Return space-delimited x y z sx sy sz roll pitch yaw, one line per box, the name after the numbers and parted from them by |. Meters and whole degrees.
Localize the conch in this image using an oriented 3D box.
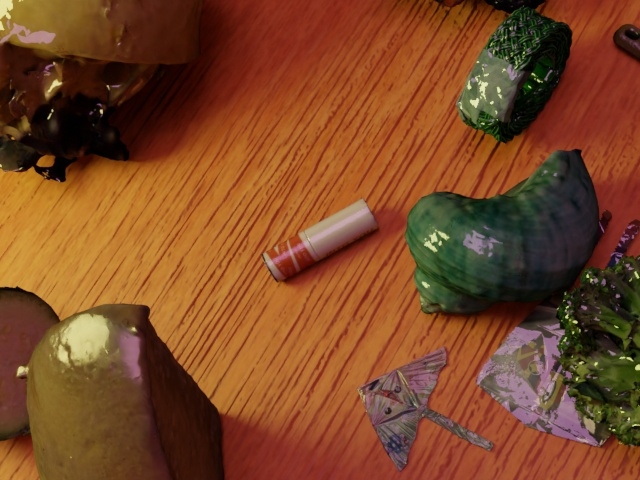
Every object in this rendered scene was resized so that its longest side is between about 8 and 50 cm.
0.176 0.002 0.951 0.202 0.196 0.134 -21 83 28 | conch

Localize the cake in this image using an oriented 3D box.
-0.307 -0.235 1.172 0.332 0.332 0.321 21 110 26 | cake

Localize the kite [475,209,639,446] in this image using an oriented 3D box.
0.266 0.080 0.949 0.141 0.015 0.245 26 76 25 | kite

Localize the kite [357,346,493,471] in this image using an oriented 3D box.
0.106 0.170 0.962 0.152 0.005 0.137 15 71 23 | kite

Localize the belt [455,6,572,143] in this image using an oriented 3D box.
0.204 -0.182 1.038 0.079 0.121 0.151 31 82 26 | belt

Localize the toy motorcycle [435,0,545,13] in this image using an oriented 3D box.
0.149 -0.429 1.175 0.207 0.134 0.401 -10 63 6 | toy motorcycle

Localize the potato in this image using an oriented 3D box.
-0.215 0.212 0.906 0.211 0.264 0.190 -7 53 9 | potato

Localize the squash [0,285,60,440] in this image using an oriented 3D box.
-0.381 0.138 1.058 0.122 0.170 0.170 -5 62 34 | squash

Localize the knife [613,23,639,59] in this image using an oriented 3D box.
0.453 -0.145 0.993 0.061 0.027 0.343 -40 59 -9 | knife

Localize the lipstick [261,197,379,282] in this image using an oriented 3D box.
0.000 0.000 1.062 0.130 0.038 0.038 -29 59 3 | lipstick

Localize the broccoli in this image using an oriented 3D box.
0.301 0.095 0.843 0.195 0.156 0.196 -1 76 2 | broccoli
